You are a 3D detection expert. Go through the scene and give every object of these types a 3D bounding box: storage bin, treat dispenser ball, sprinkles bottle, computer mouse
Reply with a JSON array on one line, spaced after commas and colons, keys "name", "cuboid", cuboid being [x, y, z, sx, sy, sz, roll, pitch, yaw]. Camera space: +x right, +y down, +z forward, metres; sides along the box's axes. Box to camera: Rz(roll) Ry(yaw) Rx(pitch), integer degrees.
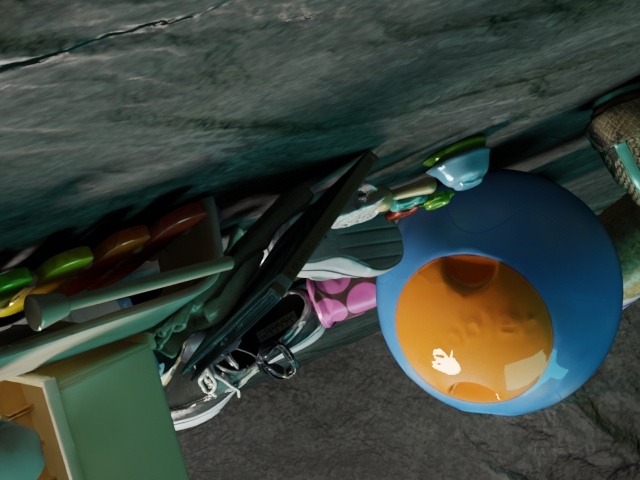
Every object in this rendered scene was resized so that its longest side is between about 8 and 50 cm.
[{"name": "storage bin", "cuboid": [-0.236, 0.218, 1.666, 0.123, 0.262, 0.260, -24, -164, -34]}, {"name": "treat dispenser ball", "cuboid": [0.208, 0.060, 2.072, 0.288, 0.288, 0.288, -23, 173, -3]}, {"name": "sprinkles bottle", "cuboid": [0.345, 0.040, 2.224, 0.355, 0.121, 0.121, -40, 165, 30]}, {"name": "computer mouse", "cuboid": [-0.109, 0.152, 2.340, 0.242, 0.041, 0.071, 21, 115, -45]}]

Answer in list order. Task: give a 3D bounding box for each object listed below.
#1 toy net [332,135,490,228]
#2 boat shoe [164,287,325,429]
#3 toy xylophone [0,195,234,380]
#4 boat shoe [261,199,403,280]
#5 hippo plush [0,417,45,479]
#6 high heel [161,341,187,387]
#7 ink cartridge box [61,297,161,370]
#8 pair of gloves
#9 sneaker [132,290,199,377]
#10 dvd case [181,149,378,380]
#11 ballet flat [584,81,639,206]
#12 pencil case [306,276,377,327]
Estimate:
[{"name": "toy net", "cuboid": [0.074, -0.051, 1.837, 0.232, 0.045, 0.122, -15, 171, -40]}, {"name": "boat shoe", "cuboid": [-0.131, 0.163, 2.450, 0.306, 0.113, 0.105, -28, 166, 11]}, {"name": "toy xylophone", "cuboid": [-0.205, 0.042, 1.466, 0.322, 0.081, 0.236, -17, 171, -42]}, {"name": "boat shoe", "cuboid": [0.000, 0.000, 1.887, 0.076, 0.083, 0.226, -15, 167, 34]}, {"name": "hippo plush", "cuboid": [-0.388, 0.230, 1.412, 0.294, 0.236, 0.234, 3, 162, 45]}, {"name": "high heel", "cuboid": [-0.244, 0.156, 2.263, 0.261, 0.093, 0.186, -36, -174, 23]}, {"name": "ink cartridge box", "cuboid": [-0.253, 0.121, 1.849, 0.092, 0.090, 0.143, -27, 171, 23]}, {"name": "pair of gloves", "cuboid": [-0.107, 0.048, 1.690, 0.204, 0.042, 0.240, -48, -171, -31]}, {"name": "sneaker", "cuboid": [-0.174, 0.105, 2.019, 0.121, 0.079, 0.217, -24, 171, 17]}, {"name": "dvd case", "cuboid": [-0.037, 0.022, 1.641, 0.164, 0.018, 0.221, -43, -171, 44]}, {"name": "ballet flat", "cuboid": [0.484, -0.115, 2.102, 0.164, 0.182, 0.483, -26, 173, 41]}, {"name": "pencil case", "cuboid": [0.085, 0.044, 2.371, 0.209, 0.095, 0.098, -22, -172, 2]}]
